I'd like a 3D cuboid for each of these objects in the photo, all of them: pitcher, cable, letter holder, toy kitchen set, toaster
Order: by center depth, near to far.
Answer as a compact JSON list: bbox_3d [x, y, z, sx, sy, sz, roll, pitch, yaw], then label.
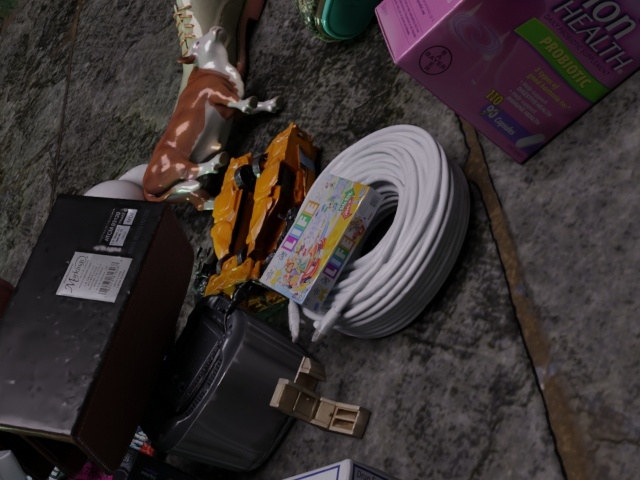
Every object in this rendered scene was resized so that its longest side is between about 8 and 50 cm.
[{"bbox_3d":[0.005,0.172,1.134,0.075,0.083,0.068,-1,63,52],"label":"toy kitchen set"},{"bbox_3d":[0.067,-0.010,1.200,0.257,0.089,0.257,-38,37,26],"label":"cable"},{"bbox_3d":[-0.261,0.130,1.209,0.152,0.214,0.302,5,58,19],"label":"letter holder"},{"bbox_3d":[-0.107,0.171,1.223,0.227,0.146,0.129,-59,34,-1],"label":"toaster"},{"bbox_3d":[-0.350,-0.032,1.671,0.178,0.125,0.207,-32,15,18],"label":"pitcher"}]

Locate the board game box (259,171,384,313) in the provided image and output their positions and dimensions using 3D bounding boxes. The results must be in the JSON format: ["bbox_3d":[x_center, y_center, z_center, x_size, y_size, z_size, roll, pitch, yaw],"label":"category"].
[{"bbox_3d":[0.000,0.000,1.169,0.103,0.026,0.154,23,81,57],"label":"board game box"}]

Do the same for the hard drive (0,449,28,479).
[{"bbox_3d":[-0.346,0.416,1.191,0.233,0.353,0.047,-18,11,45],"label":"hard drive"}]

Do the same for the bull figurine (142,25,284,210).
[{"bbox_3d":[-0.177,-0.190,1.616,0.188,0.101,0.310,15,80,37],"label":"bull figurine"}]

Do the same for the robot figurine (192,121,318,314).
[{"bbox_3d":[-0.084,-0.015,1.401,0.211,0.085,0.291,-25,45,40],"label":"robot figurine"}]

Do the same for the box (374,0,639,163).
[{"bbox_3d":[0.223,-0.239,1.067,0.243,0.213,0.117,-41,37,23],"label":"box"}]

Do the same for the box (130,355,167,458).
[{"bbox_3d":[-0.240,0.225,1.411,0.094,0.027,0.137,23,80,14],"label":"box"}]

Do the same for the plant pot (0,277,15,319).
[{"bbox_3d":[-0.750,0.201,1.950,0.272,0.272,0.265,-18,58,45],"label":"plant pot"}]

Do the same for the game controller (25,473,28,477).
[{"bbox_3d":[-0.513,0.434,1.466,0.319,0.067,0.166,-39,-8,-28],"label":"game controller"}]

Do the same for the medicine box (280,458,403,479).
[{"bbox_3d":[-0.026,0.385,0.942,0.263,0.149,0.289,-27,44,38],"label":"medicine box"}]

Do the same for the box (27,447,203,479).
[{"bbox_3d":[-0.255,0.335,1.265,0.247,0.163,0.142,0,61,52],"label":"box"}]

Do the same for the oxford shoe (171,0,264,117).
[{"bbox_3d":[-0.214,-0.352,1.783,0.140,0.146,0.397,-17,52,42],"label":"oxford shoe"}]

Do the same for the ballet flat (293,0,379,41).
[{"bbox_3d":[0.077,-0.520,1.435,0.182,0.164,0.483,56,129,36],"label":"ballet flat"}]
